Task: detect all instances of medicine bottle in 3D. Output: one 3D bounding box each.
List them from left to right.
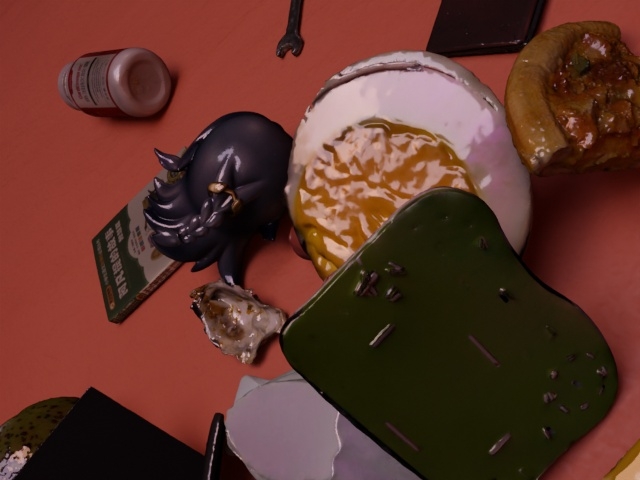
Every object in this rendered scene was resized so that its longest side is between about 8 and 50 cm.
[{"bbox_3d":[-0.414,-0.310,1.337,0.250,0.131,0.131,10,76,42],"label":"medicine bottle"}]

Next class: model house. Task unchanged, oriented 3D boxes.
[{"bbox_3d":[0.108,0.090,0.634,0.207,0.294,0.154,-46,20,-2],"label":"model house"}]

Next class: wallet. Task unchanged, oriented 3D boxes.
[{"bbox_3d":[-0.138,0.338,0.810,0.124,0.025,0.244,113,163,-66],"label":"wallet"}]

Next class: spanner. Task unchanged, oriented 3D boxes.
[{"bbox_3d":[-0.041,-0.418,1.157,0.054,0.015,0.254,-11,63,36],"label":"spanner"}]

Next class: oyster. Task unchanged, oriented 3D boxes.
[{"bbox_3d":[-0.120,0.103,0.939,0.148,0.051,0.103,37,99,16],"label":"oyster"}]

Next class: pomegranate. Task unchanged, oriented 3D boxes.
[{"bbox_3d":[-0.369,0.353,0.951,0.214,0.214,0.247,-38,83,20],"label":"pomegranate"}]

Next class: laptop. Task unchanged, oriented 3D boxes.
[{"bbox_3d":[0.231,-0.335,0.884,0.154,0.026,0.207,8,74,44],"label":"laptop"}]

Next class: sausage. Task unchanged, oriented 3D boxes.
[{"bbox_3d":[0.000,0.001,0.888,0.094,0.059,0.054,5,85,37],"label":"sausage"}]

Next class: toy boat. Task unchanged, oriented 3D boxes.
[{"bbox_3d":[-0.008,0.222,0.760,0.291,0.100,0.199,1,69,38],"label":"toy boat"}]

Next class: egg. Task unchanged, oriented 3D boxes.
[{"bbox_3d":[0.110,-0.052,0.756,0.264,0.174,0.286,-34,78,23],"label":"egg"}]

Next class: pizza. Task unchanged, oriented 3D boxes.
[{"bbox_3d":[0.280,-0.136,0.654,0.197,0.058,0.292,33,50,11],"label":"pizza"}]

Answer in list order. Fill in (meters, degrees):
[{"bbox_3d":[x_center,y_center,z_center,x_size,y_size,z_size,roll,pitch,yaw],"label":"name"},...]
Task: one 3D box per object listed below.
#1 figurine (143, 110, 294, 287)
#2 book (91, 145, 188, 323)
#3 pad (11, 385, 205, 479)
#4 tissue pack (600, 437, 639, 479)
[{"bbox_3d":[-0.140,-0.059,0.964,0.264,0.175,0.197,-61,37,9],"label":"figurine"},{"bbox_3d":[-0.290,-0.011,1.159,0.264,0.027,0.202,-41,49,17],"label":"book"},{"bbox_3d":[-0.310,0.352,0.871,0.299,0.202,0.005,-50,19,1],"label":"pad"},{"bbox_3d":[0.304,0.267,0.450,0.192,0.134,0.271,-51,46,9],"label":"tissue pack"}]
